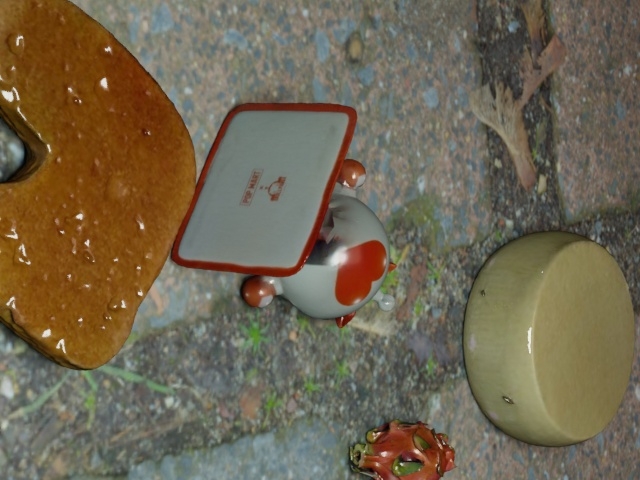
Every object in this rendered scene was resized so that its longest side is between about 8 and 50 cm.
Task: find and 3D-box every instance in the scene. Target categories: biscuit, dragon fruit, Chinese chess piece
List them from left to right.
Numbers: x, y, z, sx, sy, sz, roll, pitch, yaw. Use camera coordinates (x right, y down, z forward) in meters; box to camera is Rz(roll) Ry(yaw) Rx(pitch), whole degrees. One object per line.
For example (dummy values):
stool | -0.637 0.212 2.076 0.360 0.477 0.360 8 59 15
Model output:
biscuit | -0.229 -0.053 1.135 0.262 0.052 0.277 41 58 -37
dragon fruit | 0.089 0.238 1.447 0.116 0.086 0.081 -1 128 -39
Chinese chess piece | 0.286 0.120 1.639 0.273 0.102 0.273 1 89 -48

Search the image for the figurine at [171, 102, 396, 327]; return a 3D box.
figurine | 0.000 0.000 1.323 0.226 0.160 0.183 44 59 -47
